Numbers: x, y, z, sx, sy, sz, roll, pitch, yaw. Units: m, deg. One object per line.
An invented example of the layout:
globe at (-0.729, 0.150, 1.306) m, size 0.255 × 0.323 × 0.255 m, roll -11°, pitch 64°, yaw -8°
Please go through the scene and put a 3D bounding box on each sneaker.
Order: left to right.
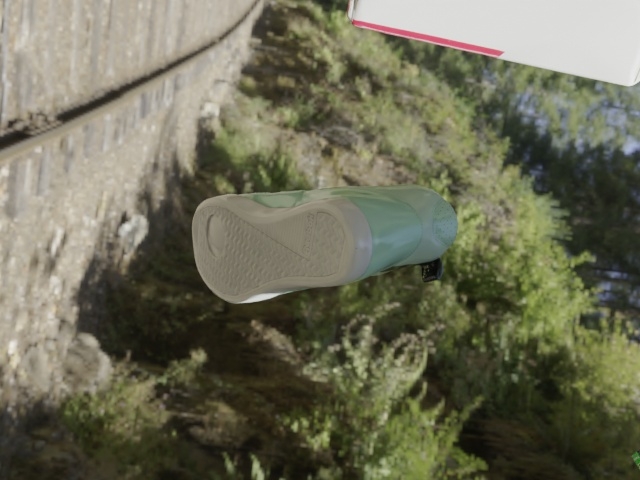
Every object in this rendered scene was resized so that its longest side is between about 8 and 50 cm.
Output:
sneaker at (0.000, 0.000, 0.769) m, size 0.256 × 0.151 × 0.094 m, roll 1°, pitch -83°, yaw 51°

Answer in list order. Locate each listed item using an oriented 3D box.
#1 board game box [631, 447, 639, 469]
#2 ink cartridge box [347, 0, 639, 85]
board game box at (0.360, 0.141, 0.651) m, size 0.136 × 0.259 × 0.030 m, roll -55°, pitch -142°, yaw 28°
ink cartridge box at (0.128, -0.209, 0.563) m, size 0.237 × 0.172 × 0.100 m, roll -69°, pitch 171°, yaw -52°
